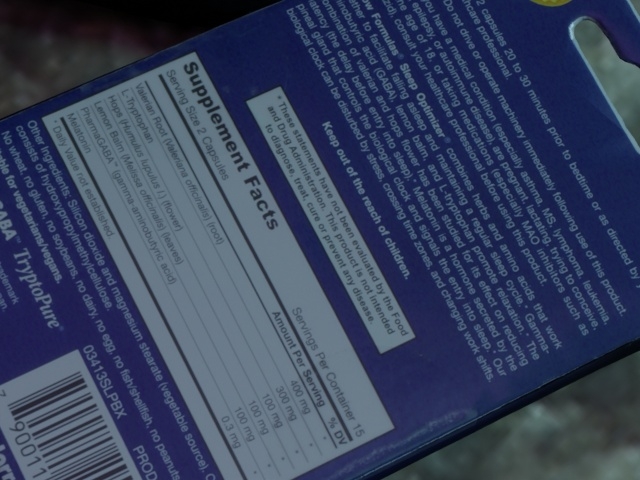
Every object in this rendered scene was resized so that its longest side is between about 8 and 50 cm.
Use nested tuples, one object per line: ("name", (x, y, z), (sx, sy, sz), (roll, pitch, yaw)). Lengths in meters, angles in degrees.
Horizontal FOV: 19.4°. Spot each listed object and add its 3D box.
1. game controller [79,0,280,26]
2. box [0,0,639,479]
("game controller", (-0.049, -0.222, 0.589), (0.166, 0.067, 0.319), (16, 71, -16))
("box", (0.000, 0.000, 0.527), (0.225, 0.036, 0.136), (-25, 77, -12))
